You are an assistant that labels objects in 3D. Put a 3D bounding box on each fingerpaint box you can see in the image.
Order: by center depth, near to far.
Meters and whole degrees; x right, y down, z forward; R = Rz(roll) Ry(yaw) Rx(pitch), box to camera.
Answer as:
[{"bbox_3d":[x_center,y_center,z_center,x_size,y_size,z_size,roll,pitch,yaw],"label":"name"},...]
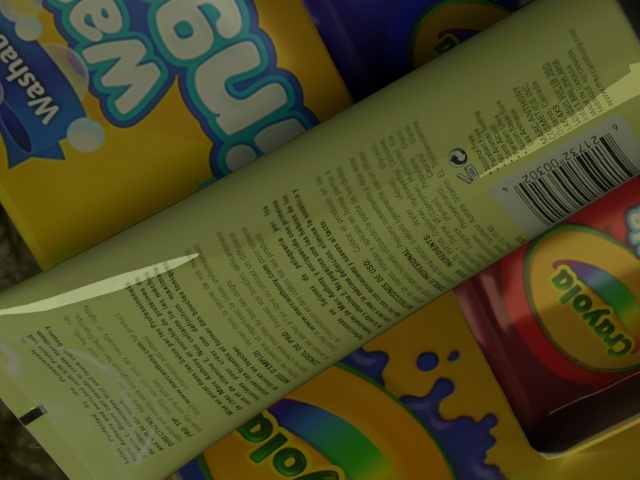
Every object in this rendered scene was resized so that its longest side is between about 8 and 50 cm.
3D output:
[{"bbox_3d":[0.046,-0.125,0.688,0.371,0.163,0.445,-26,115,3],"label":"fingerpaint box"}]

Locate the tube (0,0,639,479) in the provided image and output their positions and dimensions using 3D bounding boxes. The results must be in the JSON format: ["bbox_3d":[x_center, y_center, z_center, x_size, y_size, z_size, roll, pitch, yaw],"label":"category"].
[{"bbox_3d":[0.000,0.000,0.621,0.240,0.062,0.070,-32,71,15],"label":"tube"}]
